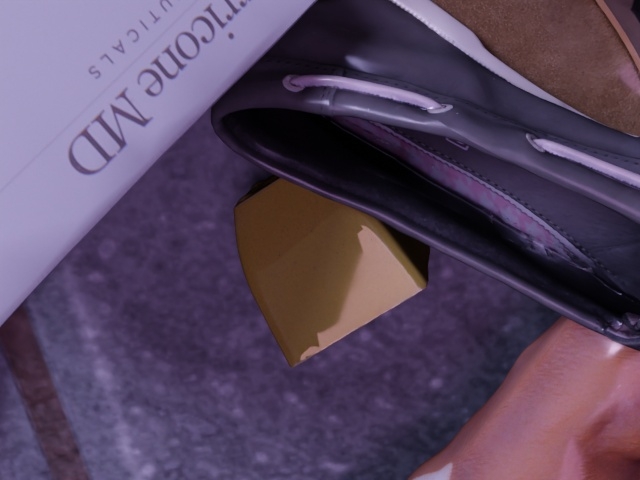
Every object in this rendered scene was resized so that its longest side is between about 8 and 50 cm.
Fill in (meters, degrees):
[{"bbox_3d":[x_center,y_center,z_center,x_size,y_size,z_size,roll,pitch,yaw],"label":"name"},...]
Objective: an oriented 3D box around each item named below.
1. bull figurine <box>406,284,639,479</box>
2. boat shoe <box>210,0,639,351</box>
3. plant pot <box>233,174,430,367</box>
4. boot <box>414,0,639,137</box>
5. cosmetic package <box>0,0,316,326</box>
[{"bbox_3d":[0.124,0.152,0.614,0.188,0.101,0.310,25,120,-23],"label":"bull figurine"},{"bbox_3d":[0.104,-0.005,0.470,0.335,0.095,0.112,30,148,12],"label":"boat shoe"},{"bbox_3d":[0.000,0.000,0.552,0.081,0.081,0.083,-32,99,13],"label":"plant pot"},{"bbox_3d":[0.135,-0.081,0.524,0.115,0.112,0.305,-13,125,39],"label":"boot"},{"bbox_3d":[-0.205,-0.160,0.374,0.385,0.156,0.217,48,65,-21],"label":"cosmetic package"}]
